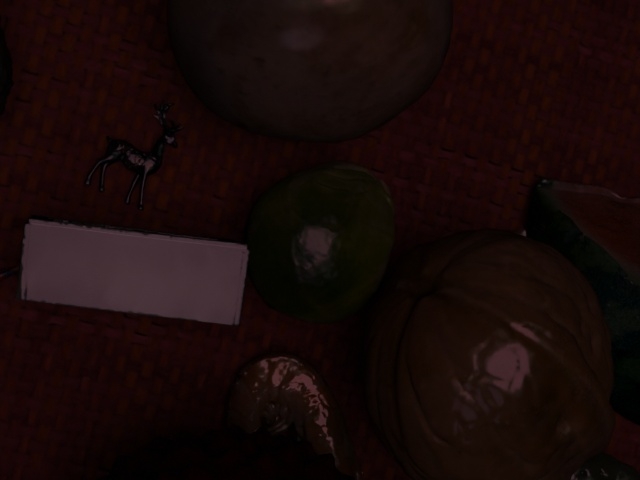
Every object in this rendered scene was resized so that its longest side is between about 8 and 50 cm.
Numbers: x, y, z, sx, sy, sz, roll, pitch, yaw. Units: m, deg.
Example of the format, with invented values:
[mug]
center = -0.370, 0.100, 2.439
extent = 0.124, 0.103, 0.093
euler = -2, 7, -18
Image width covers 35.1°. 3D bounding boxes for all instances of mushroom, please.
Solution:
[mushroom]
center = -0.014, -0.255, 1.058
extent = 0.297, 0.297, 0.290
euler = 3, 56, -14

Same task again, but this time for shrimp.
[shrimp]
center = -0.026, 0.241, 1.159
extent = 0.133, 0.053, 0.236
euler = -28, 96, -13

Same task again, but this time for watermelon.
[watermelon]
center = 0.416, 0.090, 1.178
extent = 0.292, 0.222, 0.319
euler = 1, 93, -18

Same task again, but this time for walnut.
[walnut]
center = 0.185, 0.141, 1.085
extent = 0.313, 0.252, 0.277
euler = 47, 40, -37

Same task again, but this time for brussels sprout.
[brussels sprout]
center = -0.001, -0.002, 1.108
extent = 0.161, 0.144, 0.181
euler = 13, 66, 5

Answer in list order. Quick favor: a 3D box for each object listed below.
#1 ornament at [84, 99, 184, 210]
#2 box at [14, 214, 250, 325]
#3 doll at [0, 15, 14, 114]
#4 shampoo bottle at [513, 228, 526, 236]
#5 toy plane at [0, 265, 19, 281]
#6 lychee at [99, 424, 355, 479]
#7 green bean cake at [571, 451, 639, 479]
[ornament]
center = -0.199, -0.102, 1.112
extent = 0.073, 0.028, 0.125
euler = 29, 88, -14
[box]
center = -0.199, 0.028, 1.066
extent = 0.225, 0.129, 0.086
euler = 7, 92, -14
[doll]
center = -0.431, -0.236, 0.950
extent = 0.247, 0.247, 0.349
euler = -31, 114, -10
[shampoo bottle]
center = 0.229, 0.058, 1.222
extent = 0.049, 0.034, 0.141
euler = -8, 96, -19
[toy plane]
center = -0.405, 0.066, 1.055
extent = 0.189, 0.061, 0.130
euler = -24, 98, -15
[lychee]
center = -0.079, 0.423, 0.962
extent = 0.424, 0.424, 0.500
euler = -9, 64, -13
[green bean cake]
center = 0.293, 0.359, 1.192
extent = 0.227, 0.125, 0.222
euler = -41, 89, -11
